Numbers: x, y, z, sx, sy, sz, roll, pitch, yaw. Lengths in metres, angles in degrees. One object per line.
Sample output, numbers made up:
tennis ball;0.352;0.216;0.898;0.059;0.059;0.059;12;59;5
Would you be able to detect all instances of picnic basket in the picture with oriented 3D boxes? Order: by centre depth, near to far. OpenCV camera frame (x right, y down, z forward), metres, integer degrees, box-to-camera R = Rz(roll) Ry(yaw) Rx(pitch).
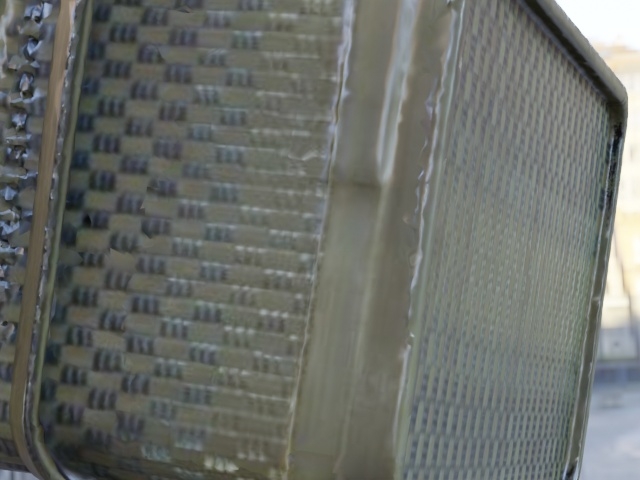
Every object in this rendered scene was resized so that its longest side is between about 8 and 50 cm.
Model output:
picnic basket;0.000;0.000;0.519;0.139;0.165;0.267;7;-5;20
